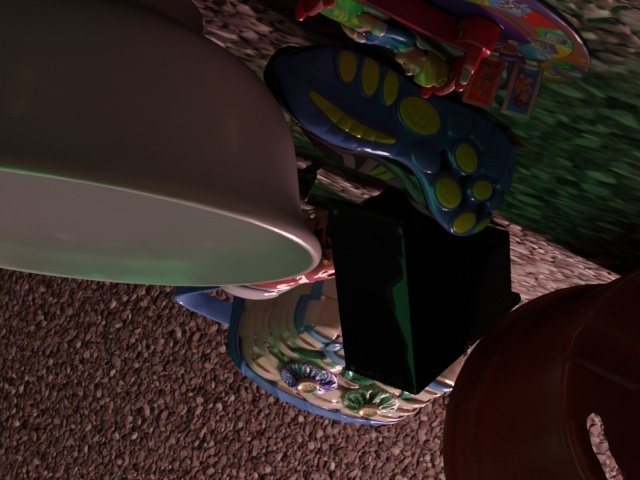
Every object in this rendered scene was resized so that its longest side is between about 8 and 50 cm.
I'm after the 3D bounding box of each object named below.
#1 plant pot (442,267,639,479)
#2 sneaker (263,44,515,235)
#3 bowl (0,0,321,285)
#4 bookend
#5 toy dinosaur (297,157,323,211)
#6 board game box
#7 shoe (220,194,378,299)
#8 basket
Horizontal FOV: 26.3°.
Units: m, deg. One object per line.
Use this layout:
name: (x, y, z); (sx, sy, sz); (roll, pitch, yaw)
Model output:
plant pot: (0.238, 0.134, 0.959); (0.272, 0.272, 0.265); (21, 166, 3)
sneaker: (0.043, -0.063, 0.784); (0.188, 0.067, 0.078); (30, -177, -38)
bowl: (-0.141, -0.067, 0.735); (0.298, 0.134, 0.298); (6, 168, 1)
bookend: (0.086, 0.012, 1.085); (0.072, 0.156, 0.157); (17, 128, 35)
toy dinosaur: (-0.064, -0.060, 1.161); (0.118, 0.064, 0.268); (25, 178, 1)
board game box: (0.037, -0.094, 0.625); (0.169, 0.033, 0.133); (18, 173, 27)
shoe: (0.000, 0.000, 1.130); (0.178, 0.063, 0.081); (-8, 162, -32)
basket: (0.006, 0.079, 1.413); (0.255, 0.201, 0.289); (23, 164, -22)
